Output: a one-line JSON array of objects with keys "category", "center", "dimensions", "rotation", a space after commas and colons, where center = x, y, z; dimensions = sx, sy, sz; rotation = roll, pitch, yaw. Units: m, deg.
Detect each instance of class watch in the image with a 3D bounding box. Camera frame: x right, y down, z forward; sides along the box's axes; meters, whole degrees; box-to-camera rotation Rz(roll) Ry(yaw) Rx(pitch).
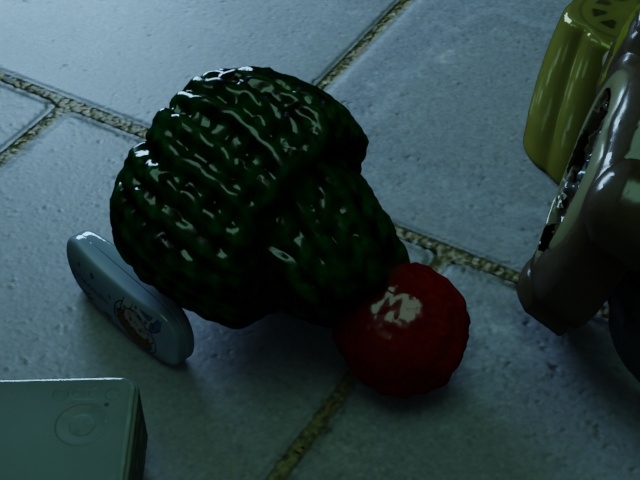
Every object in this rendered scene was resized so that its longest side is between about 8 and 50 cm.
[{"category": "watch", "center": [0.375, -0.021, 1.058], "dimensions": [0.327, 0.314, 0.335], "rotation": [21, 73, 4]}]

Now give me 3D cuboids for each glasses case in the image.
[{"category": "glasses case", "center": [-0.183, 0.053, 1.175], "dimensions": [0.045, 0.067, 0.178], "rotation": [-33, 52, -30]}]

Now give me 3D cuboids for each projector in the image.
[{"category": "projector", "center": [-0.276, 0.213, 0.997], "dimensions": [0.257, 0.099, 0.192], "rotation": [-1, 43, 0]}]

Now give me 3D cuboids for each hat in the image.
[{"category": "hat", "center": [0.000, 0.000, 1.107], "dimensions": [0.332, 0.242, 0.274], "rotation": [37, 24, 11]}]

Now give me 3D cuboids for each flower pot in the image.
[{"category": "flower pot", "center": [0.316, -0.169, 1.302], "dimensions": [0.195, 0.179, 0.195], "rotation": [-3, 43, 2]}]
